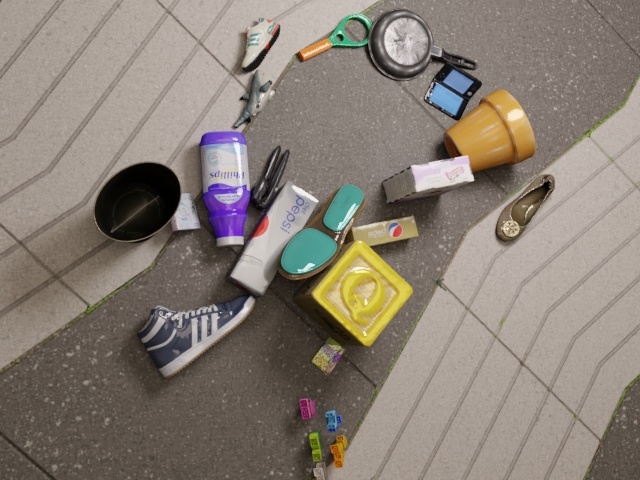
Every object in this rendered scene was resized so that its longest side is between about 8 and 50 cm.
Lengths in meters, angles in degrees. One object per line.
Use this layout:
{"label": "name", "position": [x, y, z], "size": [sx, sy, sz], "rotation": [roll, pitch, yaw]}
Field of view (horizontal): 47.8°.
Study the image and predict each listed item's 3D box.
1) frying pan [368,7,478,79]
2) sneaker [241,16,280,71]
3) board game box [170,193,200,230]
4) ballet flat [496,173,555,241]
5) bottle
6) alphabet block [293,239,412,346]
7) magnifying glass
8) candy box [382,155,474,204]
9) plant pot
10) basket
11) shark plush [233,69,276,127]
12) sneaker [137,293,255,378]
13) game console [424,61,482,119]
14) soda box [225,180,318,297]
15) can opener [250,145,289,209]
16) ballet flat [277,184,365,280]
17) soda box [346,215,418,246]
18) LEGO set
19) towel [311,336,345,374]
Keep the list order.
{"label": "frying pan", "position": [0.280, -0.508, 2.005], "size": [0.326, 0.053, 0.197], "rotation": [33, 83, -14]}
{"label": "sneaker", "position": [-0.173, -0.512, 1.881], "size": [0.075, 0.057, 0.161], "rotation": [31, 76, 7]}
{"label": "board game box", "position": [-0.335, -0.069, 1.758], "size": [0.020, 0.090, 0.090], "rotation": [-17, 86, 27]}
{"label": "ballet flat", "position": [0.585, -0.097, 2.039], "size": [0.084, 0.058, 0.250], "rotation": [46, 73, -5]}
{"label": "bottle", "position": [-0.233, -0.125, 1.786], "size": [0.118, 0.092, 0.282], "rotation": [-3, 84, -12]}
{"label": "alphabet block", "position": [0.076, 0.135, 1.788], "size": [0.193, 0.197, 0.192], "rotation": [42, 73, -7]}
{"label": "magnifying glass", "position": [0.043, -0.544, 1.959], "size": [0.231, 0.026, 0.092], "rotation": [-29, 92, -19]}
{"label": "candy box", "position": [0.277, -0.155, 1.885], "size": [0.165, 0.196, 0.070], "rotation": [-11, 86, -18]}
{"label": "plant pot", "position": [0.446, -0.276, 1.962], "size": [0.188, 0.205, 0.205], "rotation": [-28, 91, -2]}
{"label": "basket", "position": [-0.420, -0.071, 1.654], "size": [0.204, 0.227, 0.154], "rotation": [-42, 96, -16]}
{"label": "shark plush", "position": [-0.176, -0.360, 1.871], "size": [0.067, 0.073, 0.161], "rotation": [29, 96, 9]}
{"label": "sneaker", "position": [-0.300, 0.183, 1.724], "size": [0.282, 0.099, 0.153], "rotation": [-38, 96, -14]}
{"label": "game console", "position": [0.370, -0.416, 2.014], "size": [0.122, 0.107, 0.071], "rotation": [28, 48, -12]}
{"label": "soda box", "position": [-0.121, -0.002, 1.803], "size": [0.098, 0.091, 0.286], "rotation": [33, 75, -9]}
{"label": "can opener", "position": [-0.124, -0.160, 1.843], "size": [0.059, 0.073, 0.186], "rotation": [31, 65, -9]}
{"label": "ballet flat", "position": [0.000, 0.000, 1.799], "size": [0.116, 0.124, 0.342], "rotation": [30, 55, 6]}
{"label": "soda box", "position": [0.160, -0.019, 1.903], "size": [0.181, 0.061, 0.058], "rotation": [-12, 87, -17]}
{"label": "LEGO set", "position": [0.021, 0.490, 1.792], "size": [0.087, 0.093, 0.227], "rotation": [-10, 91, 14]}
{"label": "towel", "position": [0.019, 0.295, 1.849], "size": [0.060, 0.009, 0.083], "rotation": [39, 74, -7]}
